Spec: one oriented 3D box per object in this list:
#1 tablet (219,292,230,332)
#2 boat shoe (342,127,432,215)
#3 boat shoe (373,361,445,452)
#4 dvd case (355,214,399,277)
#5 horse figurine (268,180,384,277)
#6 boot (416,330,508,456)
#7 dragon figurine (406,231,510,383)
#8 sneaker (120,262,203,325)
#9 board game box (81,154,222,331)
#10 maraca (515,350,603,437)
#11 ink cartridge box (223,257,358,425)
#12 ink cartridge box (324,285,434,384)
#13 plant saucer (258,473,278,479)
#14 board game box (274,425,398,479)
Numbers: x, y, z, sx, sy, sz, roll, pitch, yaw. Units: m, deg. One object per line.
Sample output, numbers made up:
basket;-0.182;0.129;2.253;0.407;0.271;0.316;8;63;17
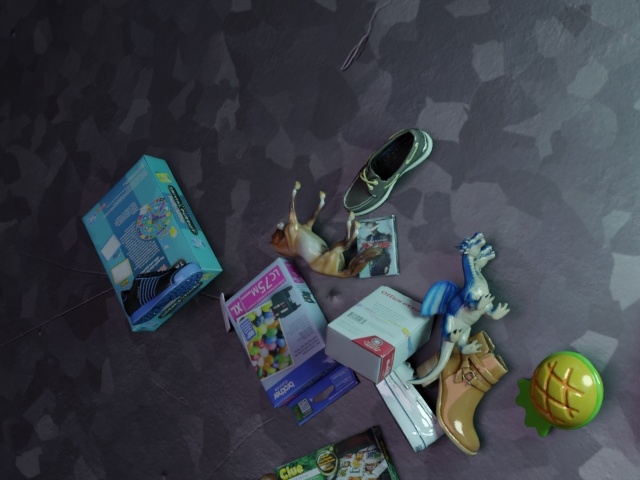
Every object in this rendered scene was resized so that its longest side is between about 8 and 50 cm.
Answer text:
tablet;-0.215;0.163;1.708;0.054;0.006;0.083;126;131;-69
boat shoe;0.119;-0.138;1.512;0.228;0.069;0.081;-45;65;21
boat shoe;0.150;0.274;1.455;0.084;0.095;0.258;-28;67;-4
dvd case;0.114;0.014;1.534;0.087;0.013;0.119;-7;81;31
horse figurine;0.000;0.000;1.560;0.263;0.066;0.174;34;114;28
boot;0.277;0.275;1.378;0.152;0.073;0.197;-35;71;20
dragon figurine;0.242;0.128;1.379;0.289;0.085;0.144;-57;31;10
sneaker;-0.360;0.098;1.686;0.232;0.081;0.090;-36;76;25
board game box;-0.410;0.008;1.820;0.254;0.079;0.336;-40;67;22
maraca;0.401;0.261;1.289;0.185;0.099;0.127;-47;50;47
ink cartridge box;-0.068;0.213;1.603;0.186;0.065;0.311;-40;68;23
ink cartridge box;0.112;0.173;1.422;0.127;0.175;0.072;27;129;31
plant saucer;-0.109;0.541;1.623;0.083;0.015;0.083;-3;84;32
board game box;0.031;0.482;1.535;0.260;0.030;0.136;-30;73;26
